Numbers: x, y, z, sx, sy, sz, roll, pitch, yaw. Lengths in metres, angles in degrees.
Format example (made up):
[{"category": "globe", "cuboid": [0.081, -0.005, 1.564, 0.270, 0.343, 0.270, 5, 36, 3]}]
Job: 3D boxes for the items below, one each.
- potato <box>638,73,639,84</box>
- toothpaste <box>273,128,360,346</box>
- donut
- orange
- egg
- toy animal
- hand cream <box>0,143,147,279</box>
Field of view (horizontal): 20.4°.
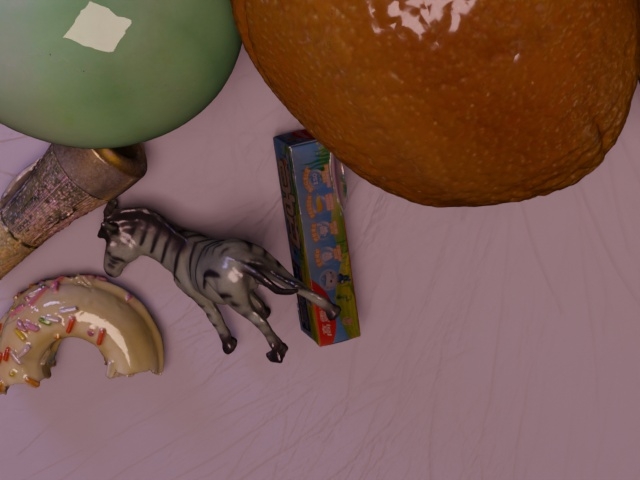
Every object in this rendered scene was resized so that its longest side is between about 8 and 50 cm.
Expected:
[{"category": "potato", "cuboid": [0.324, -0.189, 1.511, 0.098, 0.138, 0.243, 1, 87, 30]}, {"category": "toothpaste", "cuboid": [0.000, 0.000, 1.619, 0.044, 0.070, 0.193, -14, 108, -16]}, {"category": "donut", "cuboid": [-0.233, 0.088, 1.675, 0.166, 0.065, 0.108, -3, 107, 6]}, {"category": "orange", "cuboid": [0.100, -0.188, 1.423, 0.322, 0.322, 0.357, -31, 118, 14]}, {"category": "egg", "cuboid": [-0.196, -0.188, 1.502, 0.269, 0.220, 0.220, 3, 109, 24]}, {"category": "toy animal", "cuboid": [-0.100, 0.028, 1.614, 0.176, 0.217, 0.073, 47, 65, -25]}, {"category": "hand cream", "cuboid": [-0.251, -0.034, 1.640, 0.084, 0.084, 0.203, 45, 114, -9]}]
